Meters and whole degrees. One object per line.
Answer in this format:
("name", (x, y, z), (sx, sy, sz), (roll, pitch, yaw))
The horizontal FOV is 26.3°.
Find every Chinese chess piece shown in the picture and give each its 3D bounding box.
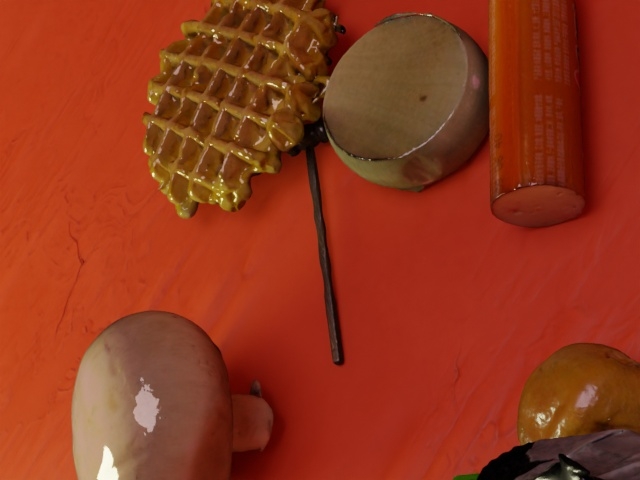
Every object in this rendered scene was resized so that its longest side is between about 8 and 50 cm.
("Chinese chess piece", (0.094, -0.146, 1.450), (0.188, 0.083, 0.188), (-16, 59, 28))

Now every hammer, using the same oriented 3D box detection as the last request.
("hammer", (0.000, 0.000, 1.490), (0.058, 0.029, 0.292), (-23, 60, 29))

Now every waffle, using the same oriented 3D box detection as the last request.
("waffle", (-0.101, -0.178, 1.597), (0.329, 0.062, 0.329), (-23, 51, 32))

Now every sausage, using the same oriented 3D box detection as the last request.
("sausage", (0.213, -0.173, 1.365), (0.093, 0.093, 0.312), (-13, 62, 32))

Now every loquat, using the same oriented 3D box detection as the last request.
("loquat", (0.234, 0.156, 1.190), (0.137, 0.113, 0.137), (-5, 82, 37))

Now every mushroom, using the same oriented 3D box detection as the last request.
("mushroom", (-0.152, 0.189, 1.416), (0.246, 0.202, 0.246), (177, 90, -75))

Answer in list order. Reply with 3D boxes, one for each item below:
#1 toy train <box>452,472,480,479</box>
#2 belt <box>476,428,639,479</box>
("toy train", (0.113, 0.306, 1.211), (0.044, 0.042, 0.209), (-18, 41, 46))
("belt", (0.218, 0.238, 1.028), (0.184, 0.164, 0.289), (-20, 17, -10))
